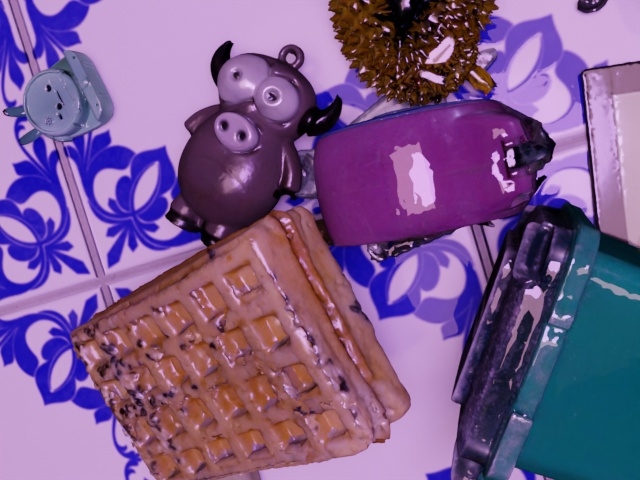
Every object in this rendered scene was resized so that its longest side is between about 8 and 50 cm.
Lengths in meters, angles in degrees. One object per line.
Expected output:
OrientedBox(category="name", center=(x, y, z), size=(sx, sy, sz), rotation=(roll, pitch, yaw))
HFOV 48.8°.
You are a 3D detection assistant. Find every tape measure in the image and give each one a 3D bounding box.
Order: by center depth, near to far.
OrientedBox(category="tape measure", center=(0.119, -0.065, 0.744), size=(0.245, 0.231, 0.149), rotation=(-10, 94, 15))

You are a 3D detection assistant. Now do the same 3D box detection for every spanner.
OrientedBox(category="spanner", center=(0.078, -0.156, 0.851), size=(0.302, 0.017, 0.071), rotation=(-36, 88, 13))

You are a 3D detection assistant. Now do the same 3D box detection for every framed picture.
OrientedBox(category="framed picture", center=(0.443, -0.039, 0.787), size=(0.265, 0.016, 0.346), rotation=(-7, 96, 13))

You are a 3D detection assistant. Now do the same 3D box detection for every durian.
OrientedBox(category="durian", center=(0.101, -0.251, 0.764), size=(0.237, 0.138, 0.193), rotation=(44, 101, 9))

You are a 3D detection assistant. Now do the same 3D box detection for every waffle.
OrientedBox(category="waffle", center=(-0.106, 0.144, 0.808), size=(0.376, 0.114, 0.261), rotation=(-27, 97, 39))

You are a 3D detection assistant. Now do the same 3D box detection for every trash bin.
OrientedBox(category="trash bin", center=(0.334, 0.153, 0.696), size=(0.381, 0.259, 0.295), rotation=(20, 103, 13))

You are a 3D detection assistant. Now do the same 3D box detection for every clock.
OrientedBox(category="clock", center=(-0.345, -0.177, 0.927), size=(0.135, 0.041, 0.101), rotation=(-28, 90, 14))

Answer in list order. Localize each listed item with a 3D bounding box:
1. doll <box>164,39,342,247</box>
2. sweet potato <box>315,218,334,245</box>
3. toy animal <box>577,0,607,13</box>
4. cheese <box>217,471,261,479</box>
OrientedBox(category="doll", center=(-0.092, -0.117, 0.842), size=(0.182, 0.117, 0.257), rotation=(32, 105, 14))
OrientedBox(category="sweet potato", center=(-0.002, -0.006, 0.876), size=(0.153, 0.038, 0.041), rotation=(-14, 70, 15))
OrientedBox(category="toy animal", center=(0.390, -0.290, 0.747), size=(0.233, 0.084, 0.148), rotation=(29, 82, 14))
OrientedBox(category="cheese", center=(-0.095, 0.375, 0.938), size=(0.065, 0.043, 0.193), rotation=(-15, 91, 8))
